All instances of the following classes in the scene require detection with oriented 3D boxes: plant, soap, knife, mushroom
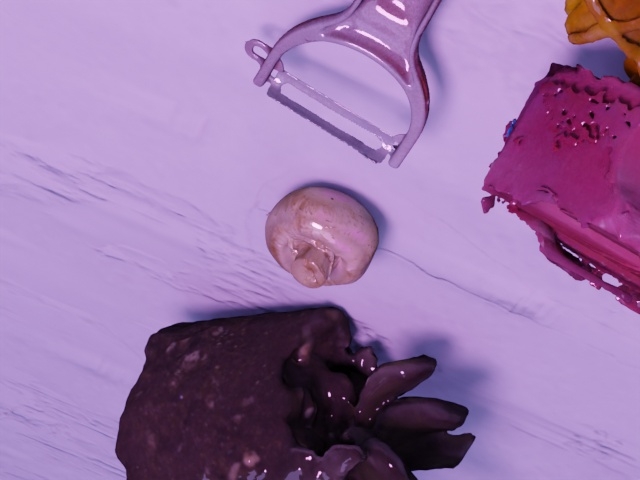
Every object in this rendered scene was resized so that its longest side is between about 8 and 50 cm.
[{"bbox_3d":[-0.011,0.158,1.238,0.276,0.188,0.199,7,142,24],"label":"plant"},{"bbox_3d":[0.214,-0.002,0.892,0.250,0.099,0.162,28,178,-15],"label":"soap"},{"bbox_3d":[0.041,-0.152,0.872,0.123,0.053,0.278,28,147,-2],"label":"knife"},{"bbox_3d":[0.000,0.000,1.105,0.084,0.067,0.083,16,141,14],"label":"mushroom"}]

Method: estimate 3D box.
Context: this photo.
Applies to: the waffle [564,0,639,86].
[{"bbox_3d":[0.220,-0.162,0.746,0.260,0.069,0.293,17,149,13],"label":"waffle"}]
